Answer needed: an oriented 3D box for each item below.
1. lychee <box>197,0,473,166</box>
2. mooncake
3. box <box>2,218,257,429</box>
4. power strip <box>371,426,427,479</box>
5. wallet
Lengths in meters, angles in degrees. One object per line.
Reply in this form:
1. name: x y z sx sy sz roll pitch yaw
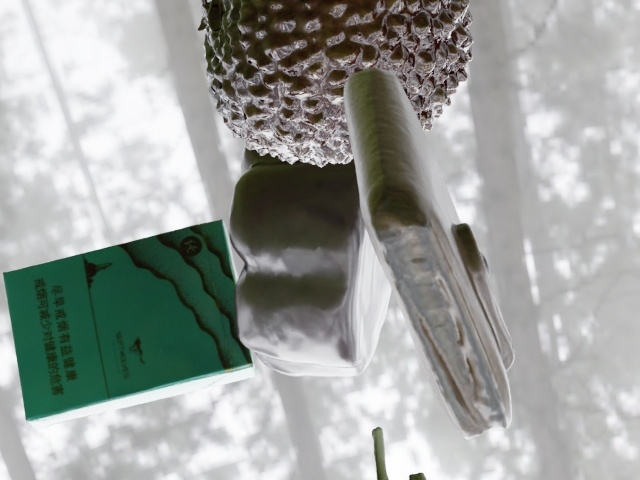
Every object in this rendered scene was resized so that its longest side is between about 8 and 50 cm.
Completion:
1. lychee: 0.011 -0.133 1.085 0.188 0.188 0.188 -10 -147 6
2. mooncake: 0.000 0.000 1.516 0.133 0.245 0.245 1 -145 8
3. box: -0.187 0.081 1.677 0.226 0.042 0.160 -14 -112 1
4. power strip: 0.065 0.246 1.473 0.075 0.175 0.042 -22 159 37
5. wallet: 0.044 0.002 0.691 0.039 0.118 0.152 -21 -154 5
